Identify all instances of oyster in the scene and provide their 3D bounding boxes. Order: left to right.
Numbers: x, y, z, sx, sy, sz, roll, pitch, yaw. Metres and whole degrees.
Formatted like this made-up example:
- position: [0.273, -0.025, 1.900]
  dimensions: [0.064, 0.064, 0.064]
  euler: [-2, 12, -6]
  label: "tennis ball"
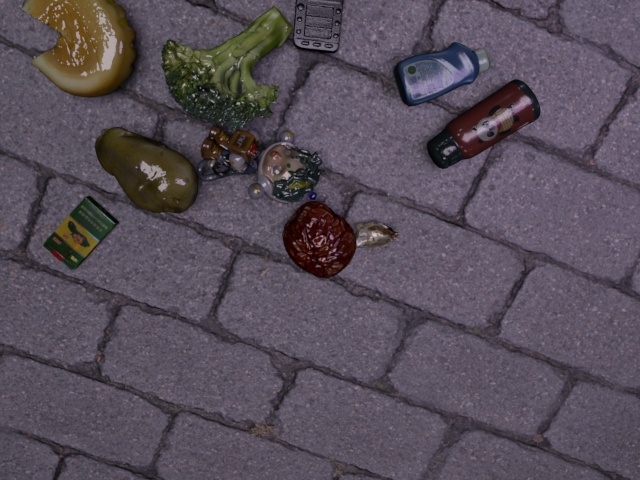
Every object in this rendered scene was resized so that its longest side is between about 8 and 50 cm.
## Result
- position: [0.187, -0.017, 1.570]
  dimensions: [0.148, 0.051, 0.103]
  euler: [9, 106, 13]
  label: "oyster"

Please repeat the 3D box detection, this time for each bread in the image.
- position: [-0.691, -0.593, 1.380]
  dimensions: [0.333, 0.160, 0.332]
  euler: [0, 105, -1]
  label: "bread"

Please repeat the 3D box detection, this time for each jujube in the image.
- position: [0.000, 0.000, 1.491]
  dimensions: [0.213, 0.213, 0.232]
  euler: [-44, 108, 9]
  label: "jujube"

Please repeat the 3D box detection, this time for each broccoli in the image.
- position: [-0.282, -0.518, 1.366]
  dimensions: [0.353, 0.275, 0.396]
  euler: [12, 77, -9]
  label: "broccoli"

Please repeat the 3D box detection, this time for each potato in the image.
- position: [-0.537, -0.217, 1.438]
  dimensions: [0.351, 0.218, 0.202]
  euler: [40, 73, -7]
  label: "potato"

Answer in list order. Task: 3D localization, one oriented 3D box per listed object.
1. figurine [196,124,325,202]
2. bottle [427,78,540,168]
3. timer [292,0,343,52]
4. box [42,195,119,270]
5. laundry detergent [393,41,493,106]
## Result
- position: [-0.174, -0.245, 1.454]
  dimensions: [0.382, 0.186, 0.261]
  euler: [25, 80, 0]
  label: "figurine"
- position: [0.493, -0.345, 1.455]
  dimensions: [0.336, 0.144, 0.144]
  euler: [-33, 101, 9]
  label: "bottle"
- position: [-0.008, -0.671, 1.422]
  dimensions: [0.144, 0.055, 0.187]
  euler: [5, 99, -3]
  label: "timer"
- position: [-0.805, -0.023, 1.573]
  dimensions: [0.132, 0.034, 0.235]
  euler: [44, 99, -10]
  label: "box"
- position: [0.381, -0.521, 1.442]
  dimensions: [0.290, 0.094, 0.143]
  euler: [-18, 96, 1]
  label: "laundry detergent"
